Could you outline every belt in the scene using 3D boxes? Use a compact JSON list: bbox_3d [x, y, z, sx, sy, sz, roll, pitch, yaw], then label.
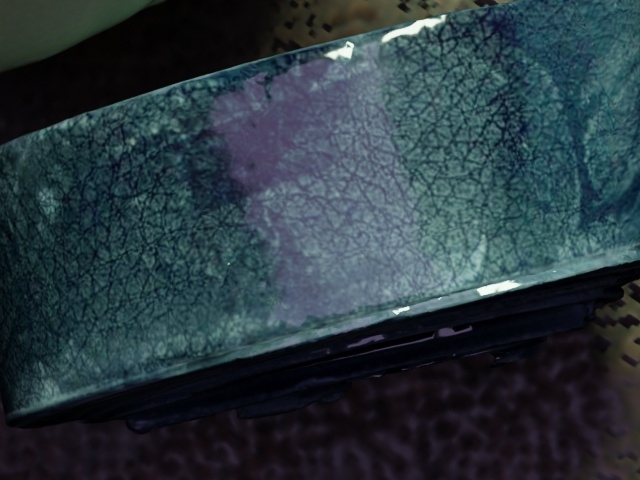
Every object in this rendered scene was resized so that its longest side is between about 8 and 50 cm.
[{"bbox_3d":[0.000,0.000,0.483,0.190,0.141,0.082,-15,83,9],"label":"belt"}]

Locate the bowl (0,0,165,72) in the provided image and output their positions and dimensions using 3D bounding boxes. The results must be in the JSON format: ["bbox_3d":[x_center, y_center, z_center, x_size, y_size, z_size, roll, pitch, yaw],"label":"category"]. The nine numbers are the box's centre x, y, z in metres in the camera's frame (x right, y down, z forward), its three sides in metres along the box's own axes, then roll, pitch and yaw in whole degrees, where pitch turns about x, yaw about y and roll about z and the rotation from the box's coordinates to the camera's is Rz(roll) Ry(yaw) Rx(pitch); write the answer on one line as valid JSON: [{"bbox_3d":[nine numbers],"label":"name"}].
[{"bbox_3d":[-0.078,-0.148,0.477,0.277,0.145,0.277,-21,50,27],"label":"bowl"}]
